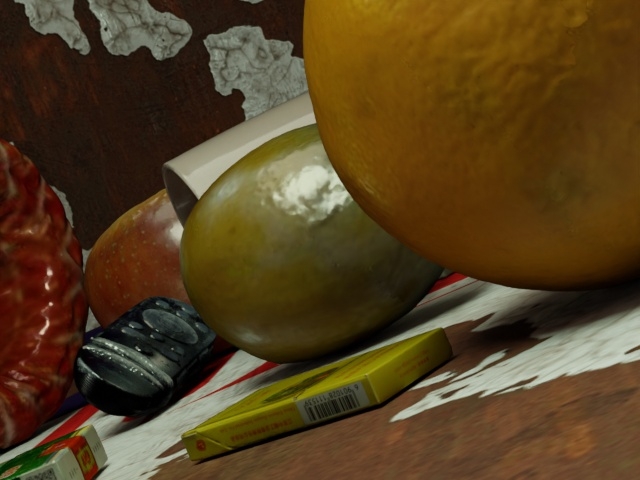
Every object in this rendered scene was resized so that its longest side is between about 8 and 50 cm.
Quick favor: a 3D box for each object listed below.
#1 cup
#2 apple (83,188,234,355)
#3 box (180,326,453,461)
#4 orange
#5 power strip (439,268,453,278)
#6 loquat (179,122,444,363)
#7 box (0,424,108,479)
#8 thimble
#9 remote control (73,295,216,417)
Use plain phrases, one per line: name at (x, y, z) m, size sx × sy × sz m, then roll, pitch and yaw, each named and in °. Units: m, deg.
cup at (0.007, -0.018, 1.502) m, size 0.200 × 0.191 × 0.253 m, roll -30°, pitch 37°, yaw -11°
apple at (-0.126, 0.036, 1.739) m, size 0.210 × 0.173 × 0.235 m, roll -30°, pitch -4°, yaw -26°
box at (-0.003, 0.093, 1.035) m, size 0.155 × 0.023 × 0.087 m, roll -22°, pitch 6°, yaw 39°
orange at (0.141, -0.119, 1.002) m, size 0.312 × 0.312 × 0.312 m, roll -24°, pitch 3°, yaw 1°
power strip at (0.090, 0.029, 1.534) m, size 0.083 × 0.017 × 0.027 m, roll -21°, pitch 5°, yaw 46°
loquat at (0.000, 0.000, 1.299) m, size 0.227 × 0.179 × 0.179 m, roll -27°, pitch 0°, yaw 35°
box at (-0.267, 0.195, 1.181) m, size 0.235 × 0.034 × 0.132 m, roll -23°, pitch 2°, yaw 6°
thimble at (-0.410, 0.072, 1.747) m, size 0.231 × 0.350 × 0.350 m, roll -16°, pitch 6°, yaw 31°
remote control at (-0.157, 0.111, 1.509) m, size 0.266 × 0.090 × 0.066 m, roll -41°, pitch -26°, yaw -75°
